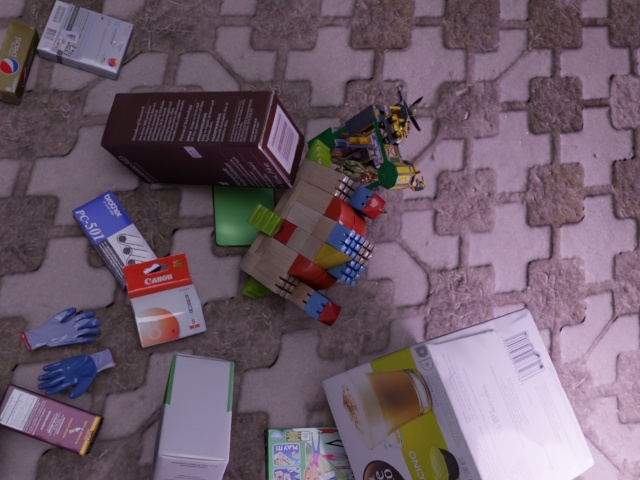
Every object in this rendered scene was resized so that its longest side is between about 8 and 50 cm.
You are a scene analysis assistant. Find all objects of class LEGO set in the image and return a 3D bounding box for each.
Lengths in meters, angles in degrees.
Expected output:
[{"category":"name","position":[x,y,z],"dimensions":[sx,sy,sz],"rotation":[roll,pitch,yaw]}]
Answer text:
[{"category":"LEGO set","position":[0.133,-0.183,1.592],"dimensions":[0.192,0.331,0.255],"rotation":[-6,69,-40]}]

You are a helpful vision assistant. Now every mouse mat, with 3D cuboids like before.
[{"category":"mouse mat","position":[-0.180,-0.076,1.621],"dimensions":[0.152,0.007,0.190],"rotation":[-1,75,-15]}]

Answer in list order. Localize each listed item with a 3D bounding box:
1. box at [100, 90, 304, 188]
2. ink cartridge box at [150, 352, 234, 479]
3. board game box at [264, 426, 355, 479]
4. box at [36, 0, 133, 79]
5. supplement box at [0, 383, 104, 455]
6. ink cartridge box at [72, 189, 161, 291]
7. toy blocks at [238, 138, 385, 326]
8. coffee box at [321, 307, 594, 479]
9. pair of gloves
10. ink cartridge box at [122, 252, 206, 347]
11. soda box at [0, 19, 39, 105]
[{"category":"box","position":[-0.250,-0.214,1.455],"dimensions":[0.381,0.191,0.143],"rotation":[5,70,22]},{"category":"ink cartridge box","position":[-0.250,0.385,1.284],"dimensions":[0.121,0.289,0.211],"rotation":[9,44,-12]},{"category":"board game box","position":[0.039,0.516,1.480],"dimensions":[0.317,0.046,0.213],"rotation":[2,72,-14]},{"category":"box","position":[-0.559,-0.480,1.626],"dimensions":[0.186,0.038,0.145],"rotation":[15,71,-9]},{"category":"supplement box","position":[-0.535,0.356,1.344],"dimensions":[0.188,0.104,0.081],"rotation":[22,70,-7]},{"category":"ink cartridge box","position":[-0.451,0.000,1.505],"dimensions":[0.097,0.046,0.207],"rotation":[-34,84,-22]},{"category":"toy blocks","position":[0.000,0.000,1.451],"dimensions":[0.191,0.261,0.381],"rotation":[33,88,-46]},{"category":"coffee box","position":[0.267,0.368,1.380],"dimensions":[0.338,0.334,0.338],"rotation":[-10,75,-42]},{"category":"pair of gloves","position":[-0.515,0.231,1.398],"dimensions":[0.159,0.023,0.198],"rotation":[-19,61,-27]},{"category":"ink cartridge box","position":[-0.336,0.128,1.471],"dimensions":[0.145,0.045,0.179],"rotation":[-13,94,-25]},{"category":"soda box","position":[-0.699,-0.407,1.554],"dimensions":[0.058,0.061,0.181],"rotation":[11,71,-11]}]
